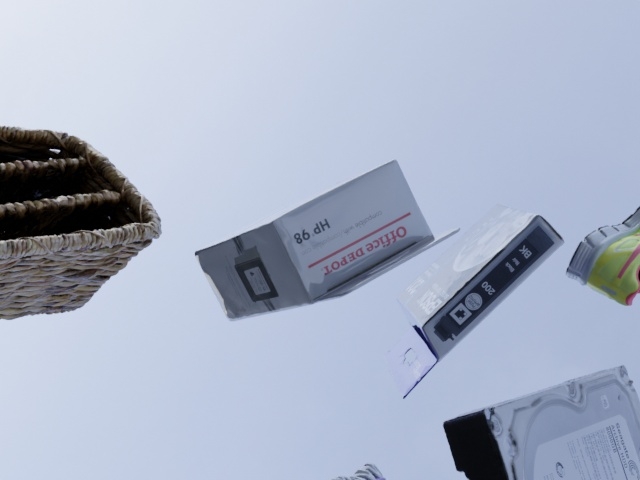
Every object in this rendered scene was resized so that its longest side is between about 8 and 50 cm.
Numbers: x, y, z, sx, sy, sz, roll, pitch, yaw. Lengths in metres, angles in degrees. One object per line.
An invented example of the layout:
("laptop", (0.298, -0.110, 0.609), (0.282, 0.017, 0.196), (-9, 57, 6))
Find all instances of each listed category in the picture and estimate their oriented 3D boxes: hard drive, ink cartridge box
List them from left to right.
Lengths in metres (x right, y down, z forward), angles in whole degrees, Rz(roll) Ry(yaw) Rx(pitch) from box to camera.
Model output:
("ink cartridge box", (0.000, 0.000, 0.774), (0.180, 0.104, 0.060), (-18, -82, 62))
("ink cartridge box", (0.132, 0.051, 1.144), (0.045, 0.206, 0.208), (45, -89, -5))
("hard drive", (0.277, 0.272, 1.245), (0.064, 0.339, 0.237), (-24, -103, 36))

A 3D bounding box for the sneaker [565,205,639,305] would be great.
("sneaker", (0.368, 0.017, 1.278), (0.094, 0.208, 0.081), (41, -38, 32))

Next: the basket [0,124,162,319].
("basket", (-0.355, -0.041, 1.216), (0.223, 0.299, 0.214), (-37, -112, 46))

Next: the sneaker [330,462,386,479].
("sneaker", (0.050, 0.342, 1.390), (0.104, 0.236, 0.095), (34, -75, 20))
